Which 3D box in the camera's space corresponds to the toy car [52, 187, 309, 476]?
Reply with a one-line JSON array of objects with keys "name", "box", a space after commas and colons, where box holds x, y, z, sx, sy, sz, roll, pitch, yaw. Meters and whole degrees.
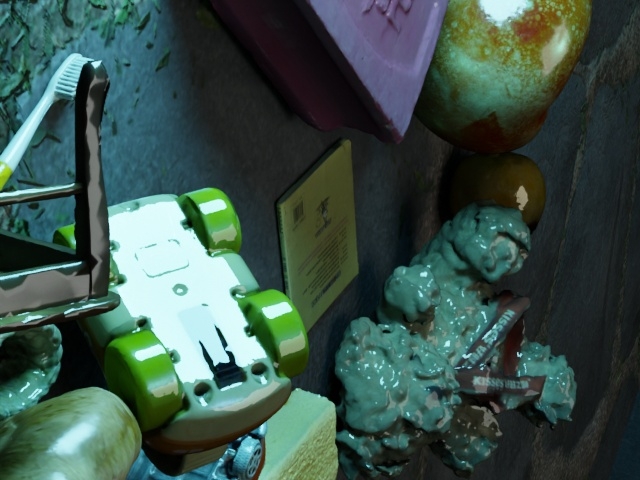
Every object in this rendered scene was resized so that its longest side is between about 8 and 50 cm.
[{"name": "toy car", "box": [-0.129, 0.091, 1.080, 0.145, 0.235, 0.235, -17, 120, -28]}]

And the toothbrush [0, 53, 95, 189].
[{"name": "toothbrush", "box": [-0.240, -0.036, 0.958, 0.288, 0.024, 0.021, -62, 153, -33]}]

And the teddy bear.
[{"name": "teddy bear", "box": [0.156, 0.175, 1.705, 0.367, 0.224, 0.357, -49, 129, -44]}]

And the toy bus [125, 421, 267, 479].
[{"name": "toy bus", "box": [-0.138, 0.265, 1.213, 0.120, 0.121, 0.265, 83, 28, -52]}]

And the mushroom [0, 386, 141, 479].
[{"name": "mushroom", "box": [-0.225, 0.216, 0.891, 0.278, 0.146, 0.278, -51, -178, 2]}]

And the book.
[{"name": "book", "box": [0.000, 0.000, 1.510, 0.168, 0.013, 0.192, -48, 141, -49]}]

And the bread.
[{"name": "bread", "box": [-0.049, 0.261, 1.453, 0.188, 0.068, 0.125, -43, 138, -52]}]

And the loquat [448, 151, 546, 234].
[{"name": "loquat", "box": [0.253, -0.064, 1.888, 0.163, 0.137, 0.163, -17, 114, -42]}]

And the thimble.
[{"name": "thimble", "box": [-0.243, 0.088, 0.961, 0.110, 0.062, 0.084, -24, 123, -61]}]

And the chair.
[{"name": "chair", "box": [-0.238, 0.047, 0.815, 0.186, 0.160, 0.319, -14, 110, -49]}]

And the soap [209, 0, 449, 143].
[{"name": "soap", "box": [0.006, -0.272, 1.272, 0.359, 0.128, 0.233, 47, 59, -59]}]

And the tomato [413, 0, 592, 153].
[{"name": "tomato", "box": [0.195, -0.246, 1.581, 0.270, 0.223, 0.270, 25, 90, -88]}]
